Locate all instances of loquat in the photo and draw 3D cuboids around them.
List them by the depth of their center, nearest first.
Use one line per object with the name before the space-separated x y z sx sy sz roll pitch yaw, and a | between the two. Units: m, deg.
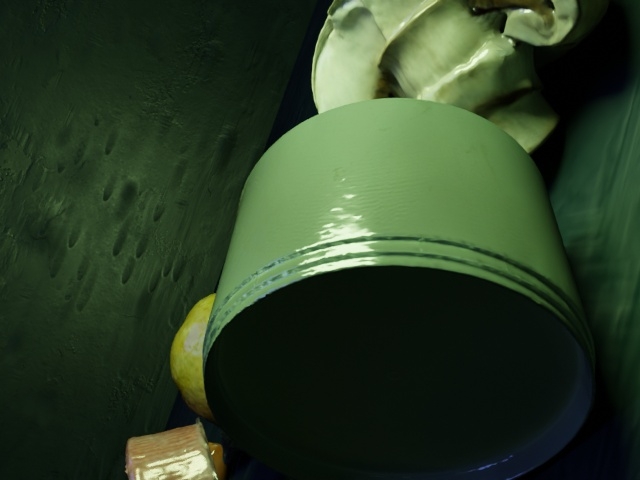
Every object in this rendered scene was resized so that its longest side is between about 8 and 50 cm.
loquat | -0.087 0.155 0.895 0.213 0.213 0.213 -159 90 -77

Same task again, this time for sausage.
sausage | -0.219 0.468 1.224 0.076 0.076 0.197 170 120 -76

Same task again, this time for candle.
candle | -0.170 0.398 0.800 0.317 0.131 0.287 -116 22 -45

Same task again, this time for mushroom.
mushroom | 0.133 -0.166 0.565 0.189 0.195 0.254 -39 3 -42

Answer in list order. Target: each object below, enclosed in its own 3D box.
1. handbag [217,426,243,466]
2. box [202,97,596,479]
handbag | -0.126 0.257 1.183 0.175 0.089 0.270 118 168 -64
box | 0.046 0.044 0.431 0.149 0.226 0.226 -83 19 -48
